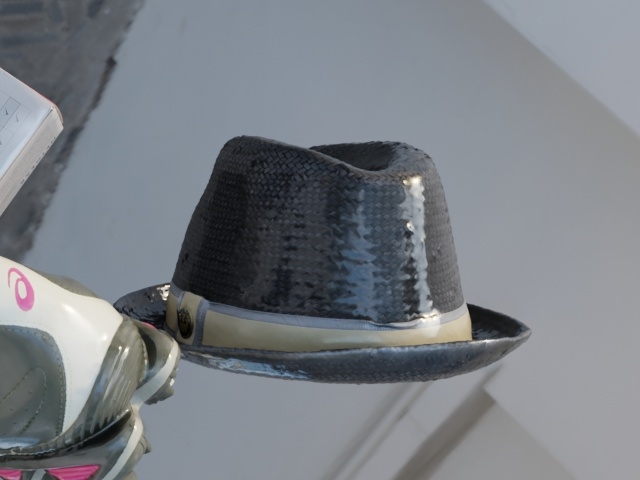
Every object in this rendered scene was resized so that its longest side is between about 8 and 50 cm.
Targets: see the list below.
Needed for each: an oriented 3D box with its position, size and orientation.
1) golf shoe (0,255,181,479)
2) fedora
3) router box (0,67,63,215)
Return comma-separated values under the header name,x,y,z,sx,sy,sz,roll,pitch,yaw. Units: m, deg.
name,x,y,z,sx,sy,sz,roll,pitch,yaw
golf shoe,-0.195,0.064,0.501,0.273,0.120,0.105,-17,-137,30
fedora,0.000,0.000,0.807,0.334,0.334,0.152,-10,104,-64
router box,-0.419,-0.048,0.833,0.335,0.301,0.082,-56,-176,-9
